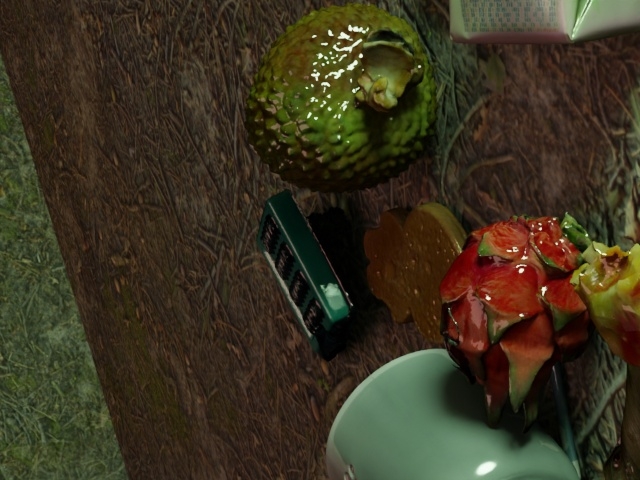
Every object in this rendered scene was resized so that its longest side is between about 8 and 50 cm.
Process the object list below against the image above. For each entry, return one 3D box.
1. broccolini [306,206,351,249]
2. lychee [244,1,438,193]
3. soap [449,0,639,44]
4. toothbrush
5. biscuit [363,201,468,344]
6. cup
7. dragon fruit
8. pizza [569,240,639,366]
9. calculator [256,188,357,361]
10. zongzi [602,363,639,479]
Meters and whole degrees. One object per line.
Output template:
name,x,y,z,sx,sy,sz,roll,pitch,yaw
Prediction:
broccolini,0.004,0.012,2.342,0.201,0.074,0.058,101,147,-62
lychee,0.032,-0.192,1.951,0.320,0.270,0.270,4,105,38
soap,0.246,-0.310,1.569,0.199,0.138,0.182,9,108,52
toothbrush,0.298,0.174,1.818,0.019,0.025,0.276,-2,98,63
biscuit,0.147,0.045,2.057,0.288,0.044,0.202,5,104,65
cup,0.202,0.348,1.857,0.357,0.259,0.274,55,174,-32
dragon fruit,0.233,0.086,1.707,0.192,0.193,0.274,-36,-31,-73
pizza,0.398,0.093,1.352,0.406,0.130,0.440,6,102,42
calculator,-0.027,0.062,2.288,0.248,0.058,0.274,61,168,10
zongzi,0.363,0.188,1.573,0.274,0.125,0.251,62,143,31
